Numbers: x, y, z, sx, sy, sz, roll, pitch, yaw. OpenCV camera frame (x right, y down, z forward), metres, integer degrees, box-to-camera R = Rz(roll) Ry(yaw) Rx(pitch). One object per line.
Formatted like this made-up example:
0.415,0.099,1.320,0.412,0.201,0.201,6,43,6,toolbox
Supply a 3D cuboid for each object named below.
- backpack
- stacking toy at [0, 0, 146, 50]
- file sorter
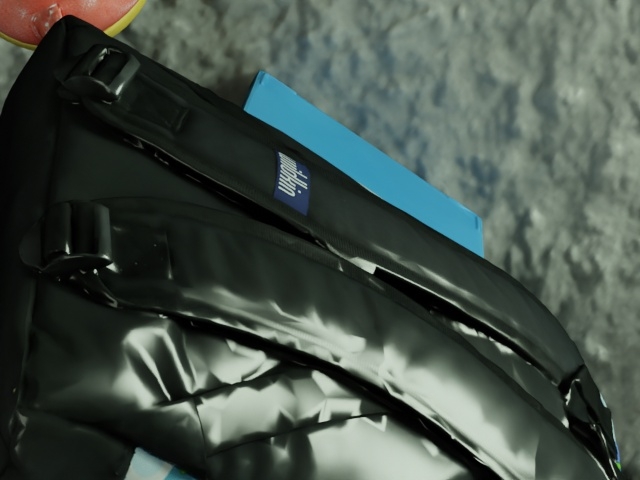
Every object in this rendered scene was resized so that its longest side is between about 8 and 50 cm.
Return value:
-0.007,0.092,0.732,0.355,0.290,0.273,15,127,-19,backpack
-0.124,-0.270,0.766,0.279,0.130,0.309,-30,106,2,stacking toy
0.000,0.000,0.892,0.170,0.118,0.104,34,111,-9,file sorter
